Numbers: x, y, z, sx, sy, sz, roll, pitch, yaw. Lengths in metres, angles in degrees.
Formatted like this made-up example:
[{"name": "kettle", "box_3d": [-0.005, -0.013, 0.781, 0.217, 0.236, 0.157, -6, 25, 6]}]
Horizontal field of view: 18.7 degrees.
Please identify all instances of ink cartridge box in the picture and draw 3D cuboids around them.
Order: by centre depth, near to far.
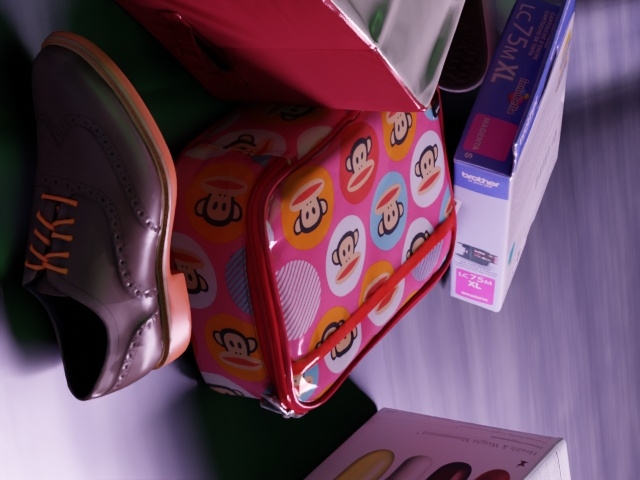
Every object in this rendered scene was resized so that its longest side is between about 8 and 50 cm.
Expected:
[{"name": "ink cartridge box", "box_3d": [0.172, -0.086, 1.763, 0.311, 0.065, 0.186, 89, 21, -63]}]

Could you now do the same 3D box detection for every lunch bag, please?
[{"name": "lunch bag", "box_3d": [0.000, 0.000, 1.586, 0.293, 0.120, 0.258, -44, 135, -45]}]

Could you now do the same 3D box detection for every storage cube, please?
[{"name": "storage cube", "box_3d": [-0.012, -0.219, 1.452, 0.183, 0.193, 0.215, 43, 59, -50]}]

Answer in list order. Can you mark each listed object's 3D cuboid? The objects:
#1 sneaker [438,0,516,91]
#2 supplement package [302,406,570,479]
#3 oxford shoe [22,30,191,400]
[{"name": "sneaker", "box_3d": [0.136, -0.288, 1.757, 0.123, 0.106, 0.290, -37, 134, -57]}, {"name": "supplement package", "box_3d": [0.090, 0.266, 1.688, 0.203, 0.194, 0.149, -38, 125, -48]}, {"name": "oxford shoe", "box_3d": [-0.161, -0.011, 1.358, 0.098, 0.097, 0.271, -37, 125, -40]}]
